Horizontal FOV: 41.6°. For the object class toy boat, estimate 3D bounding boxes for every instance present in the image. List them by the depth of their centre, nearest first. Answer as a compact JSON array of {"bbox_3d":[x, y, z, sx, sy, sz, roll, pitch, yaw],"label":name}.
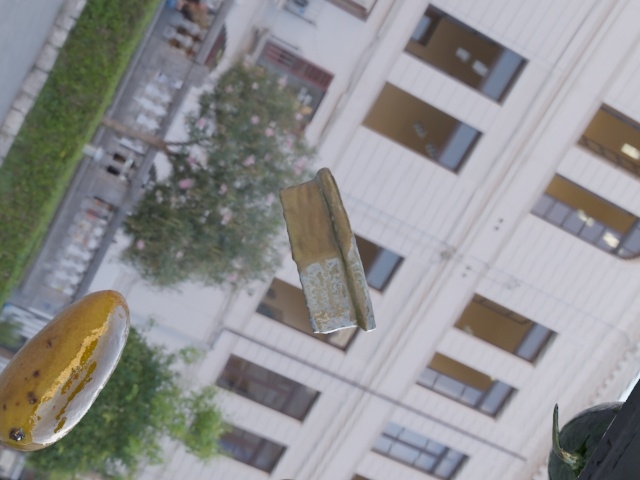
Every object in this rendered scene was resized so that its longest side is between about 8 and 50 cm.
[{"bbox_3d":[0.000,0.000,0.828,0.188,0.061,0.116,-105,180,-54],"label":"toy boat"}]

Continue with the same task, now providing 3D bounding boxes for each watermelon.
[{"bbox_3d":[0.366,0.286,1.022,0.188,0.215,0.188,-39,-139,45],"label":"watermelon"}]

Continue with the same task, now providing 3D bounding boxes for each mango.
[{"bbox_3d":[-0.315,0.153,1.031,0.147,0.109,0.227,-39,-163,56],"label":"mango"}]

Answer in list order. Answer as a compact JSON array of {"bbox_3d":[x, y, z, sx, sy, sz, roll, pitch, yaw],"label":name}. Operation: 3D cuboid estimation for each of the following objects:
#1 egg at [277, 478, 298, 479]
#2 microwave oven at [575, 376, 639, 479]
[{"bbox_3d":[-0.036,0.315,0.987,0.071,0.083,0.071,-35,-153,20],"label":"egg"},{"bbox_3d":[0.290,0.173,0.594,0.188,0.178,0.247,36,-77,34],"label":"microwave oven"}]
